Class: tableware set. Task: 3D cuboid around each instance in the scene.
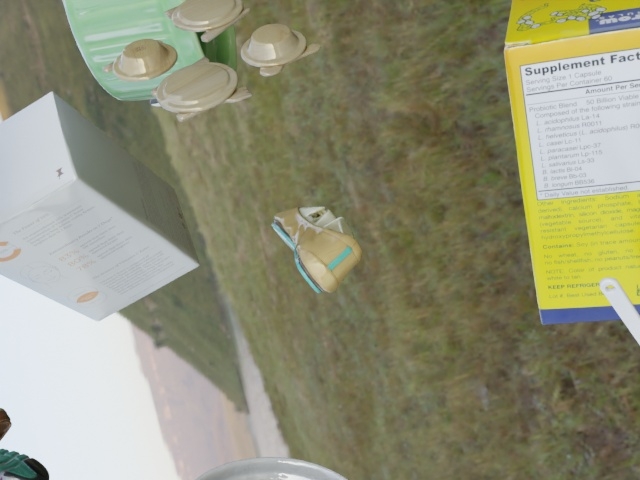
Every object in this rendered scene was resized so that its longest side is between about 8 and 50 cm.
[{"bbox_3d":[-0.094,-0.155,0.710,0.168,0.141,0.020,34,150,38],"label":"tableware set"}]

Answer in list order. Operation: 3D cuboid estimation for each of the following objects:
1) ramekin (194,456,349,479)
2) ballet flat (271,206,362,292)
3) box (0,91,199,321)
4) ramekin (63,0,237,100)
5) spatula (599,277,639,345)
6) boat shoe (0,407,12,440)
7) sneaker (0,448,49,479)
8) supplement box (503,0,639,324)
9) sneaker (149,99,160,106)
[{"bbox_3d":[-0.050,0.326,0.885,0.207,0.207,0.109,-122,34,-66],"label":"ramekin"},{"bbox_3d":[0.000,0.000,0.991,0.080,0.073,0.232,48,-179,-20],"label":"ballet flat"},{"bbox_3d":[-0.379,-0.036,1.347,0.345,0.215,0.168,45,-161,-59],"label":"box"},{"bbox_3d":[-0.216,-0.323,1.104,0.303,0.148,0.304,-9,-90,-83],"label":"ramekin"},{"bbox_3d":[0.375,0.095,0.802,0.242,0.168,0.019,50,-143,-27],"label":"spatula"},{"bbox_3d":[-0.456,0.293,1.099,0.060,0.178,0.064,37,165,21],"label":"boat shoe"},{"bbox_3d":[-0.484,0.346,1.226,0.083,0.223,0.098,3,-83,-70],"label":"sneaker"},{"bbox_3d":[0.336,-0.104,1.007,0.195,0.194,0.357,-67,-33,-56],"label":"supplement box"},{"bbox_3d":[-0.223,-0.227,1.326,0.031,0.083,0.035,-93,-12,-82],"label":"sneaker"}]
